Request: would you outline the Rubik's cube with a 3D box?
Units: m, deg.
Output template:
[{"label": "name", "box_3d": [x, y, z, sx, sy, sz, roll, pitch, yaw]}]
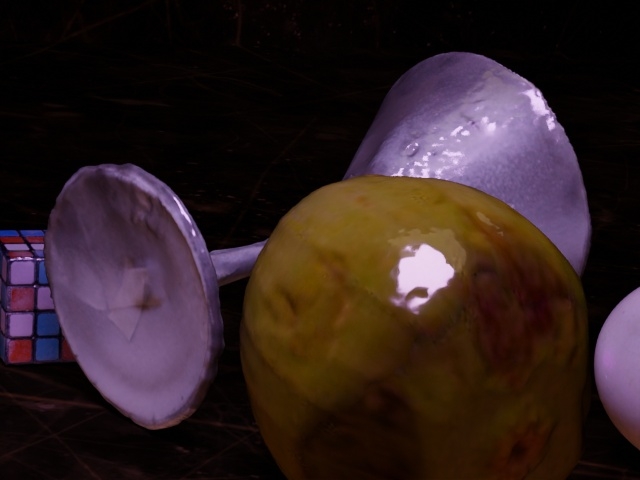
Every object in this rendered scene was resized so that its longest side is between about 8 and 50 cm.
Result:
[{"label": "Rubik's cube", "box_3d": [-0.225, 0.046, 1.453, 0.092, 0.092, 0.092, -1, 15, -21]}]

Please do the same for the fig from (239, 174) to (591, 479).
[{"label": "fig", "box_3d": [0.054, 0.068, 1.161, 0.239, 0.239, 0.271, -3, 28, -29]}]

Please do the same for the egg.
[{"label": "egg", "box_3d": [0.302, 0.106, 1.293, 0.209, 0.151, 0.151, 23, 23, 36]}]

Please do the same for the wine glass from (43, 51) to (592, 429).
[{"label": "wine glass", "box_3d": [0.000, 0.000, 1.419, 0.267, 0.267, 0.406, 19, 24, 41]}]
